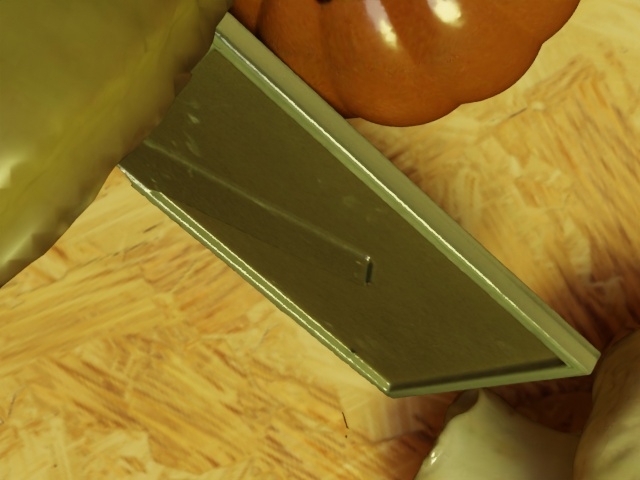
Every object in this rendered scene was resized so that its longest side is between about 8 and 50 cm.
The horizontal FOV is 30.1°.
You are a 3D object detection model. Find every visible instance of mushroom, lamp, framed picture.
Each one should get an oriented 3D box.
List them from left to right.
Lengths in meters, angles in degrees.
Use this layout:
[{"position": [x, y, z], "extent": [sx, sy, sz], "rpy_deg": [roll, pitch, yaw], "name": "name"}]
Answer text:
[{"position": [0.000, 0.000, 0.721], "extent": [0.289, 0.211, 0.020], "rpy_deg": [40, 62, -17], "name": "framed picture"}, {"position": [0.039, -0.172, 0.645], "extent": [0.223, 0.196, 0.223], "rpy_deg": [-2, 85, 25], "name": "lamp"}, {"position": [0.205, 0.198, 0.773], "extent": [0.290, 0.297, 0.297], "rpy_deg": [1, 113, 24], "name": "mushroom"}]

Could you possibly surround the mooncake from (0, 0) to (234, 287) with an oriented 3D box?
[{"position": [-0.227, -0.093, 0.546], "extent": [0.393, 0.394, 0.246], "rpy_deg": [-22, 119, 33], "name": "mooncake"}]
